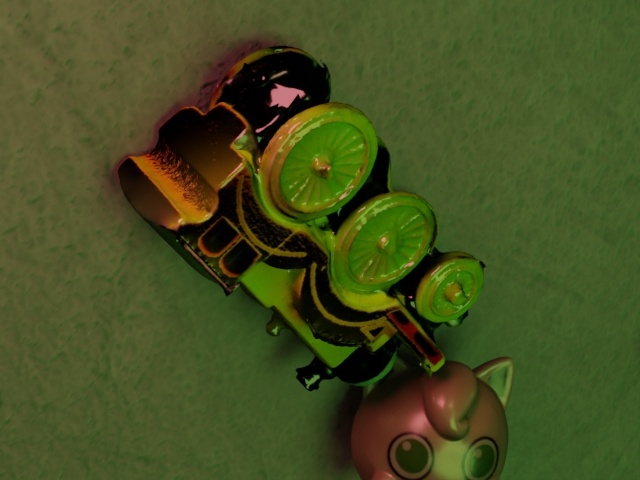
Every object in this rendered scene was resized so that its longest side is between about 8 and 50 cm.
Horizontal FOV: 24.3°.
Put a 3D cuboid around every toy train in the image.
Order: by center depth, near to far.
[{"bbox_3d":[0.000,0.000,1.002,0.160,0.100,0.296,-43,134,0],"label":"toy train"}]

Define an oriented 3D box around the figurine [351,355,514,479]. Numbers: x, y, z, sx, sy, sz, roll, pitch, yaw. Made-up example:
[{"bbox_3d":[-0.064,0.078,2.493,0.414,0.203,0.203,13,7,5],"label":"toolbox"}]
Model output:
[{"bbox_3d":[0.086,0.151,1.138,0.125,0.125,0.138,5,95,-40],"label":"figurine"}]
